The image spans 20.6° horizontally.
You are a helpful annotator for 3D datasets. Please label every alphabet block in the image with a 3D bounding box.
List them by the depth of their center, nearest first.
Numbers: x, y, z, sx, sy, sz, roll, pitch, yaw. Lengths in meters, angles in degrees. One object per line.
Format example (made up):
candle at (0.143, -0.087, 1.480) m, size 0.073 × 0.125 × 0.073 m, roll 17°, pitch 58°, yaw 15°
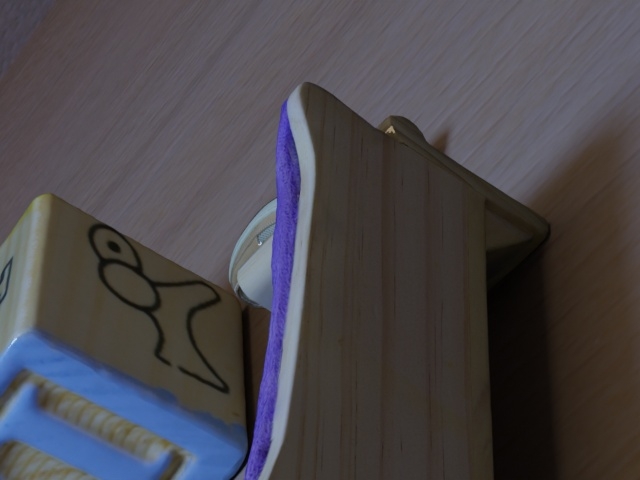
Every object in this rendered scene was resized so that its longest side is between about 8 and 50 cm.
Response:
alphabet block at (-0.178, 0.119, 1.286) m, size 0.193 × 0.192 × 0.197 m, roll -50°, pitch 21°, yaw 22°

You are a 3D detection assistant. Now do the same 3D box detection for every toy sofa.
toy sofa at (0.009, 0.098, 0.872) m, size 0.150 × 0.177 × 0.362 m, roll -46°, pitch 24°, yaw 33°

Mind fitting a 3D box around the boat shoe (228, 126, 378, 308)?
boat shoe at (0.000, 0.000, 1.207) m, size 0.190 × 0.068 × 0.072 m, roll -44°, pitch 37°, yaw 37°
